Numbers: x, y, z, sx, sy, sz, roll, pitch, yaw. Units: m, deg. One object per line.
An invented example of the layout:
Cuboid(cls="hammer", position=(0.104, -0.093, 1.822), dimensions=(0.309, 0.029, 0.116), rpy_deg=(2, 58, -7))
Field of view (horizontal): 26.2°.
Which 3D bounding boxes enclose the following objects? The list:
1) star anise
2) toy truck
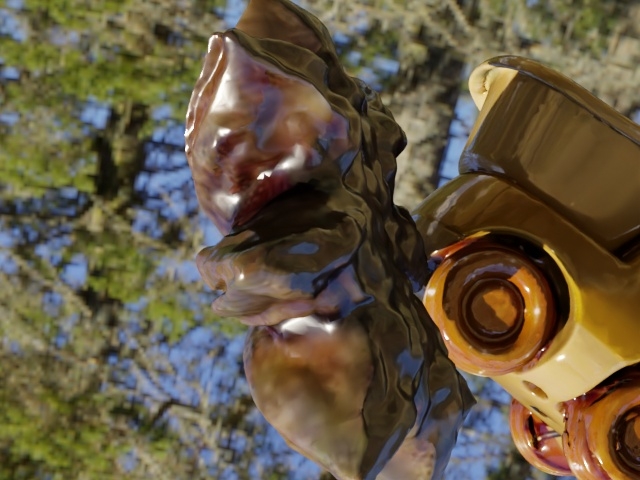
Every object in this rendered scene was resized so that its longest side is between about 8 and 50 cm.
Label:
Cuboid(cls="star anise", position=(0.008, 0.012, 0.760), dimensions=(0.108, 0.315, 0.315), rpy_deg=(-22, -153, 13))
Cuboid(cls="toy truck", position=(0.170, 0.035, 0.944), dimensions=(0.288, 0.211, 0.204), rpy_deg=(38, 173, -4))
